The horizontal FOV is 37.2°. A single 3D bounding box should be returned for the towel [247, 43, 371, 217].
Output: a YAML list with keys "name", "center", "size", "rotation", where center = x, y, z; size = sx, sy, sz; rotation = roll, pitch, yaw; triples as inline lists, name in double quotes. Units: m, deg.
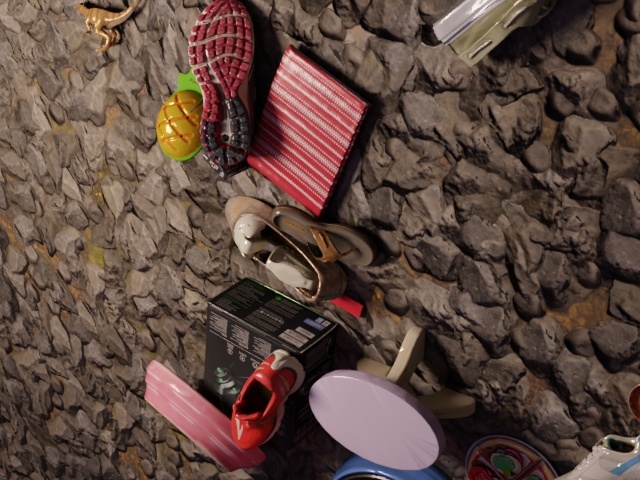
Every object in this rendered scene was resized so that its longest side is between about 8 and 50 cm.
- name: "towel"
  center: [-0.027, -0.194, 1.741]
  size: [0.199, 0.031, 0.275]
  rotation: [39, 131, 17]

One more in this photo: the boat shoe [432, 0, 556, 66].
- name: "boat shoe"
  center: [0.288, -0.354, 1.363]
  size: [0.094, 0.109, 0.302]
  rotation: [46, 144, -10]

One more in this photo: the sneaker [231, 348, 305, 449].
- name: "sneaker"
  center: [-0.131, 0.320, 1.850]
  size: [0.107, 0.118, 0.279]
  rotation: [39, 131, 17]

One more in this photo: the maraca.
- name: "maraca"
  center: [-0.259, -0.247, 1.865]
  size: [0.127, 0.099, 0.186]
  rotation: [25, 100, 26]

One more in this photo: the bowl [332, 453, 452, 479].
- name: "bowl"
  center: [0.170, 0.615, 1.966]
  size: [0.391, 0.077, 0.391]
  rotation: [19, 123, 32]

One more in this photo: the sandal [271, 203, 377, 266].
- name: "sandal"
  center: [0.000, 0.000, 1.774]
  size: [0.219, 0.060, 0.090]
  rotation: [25, 143, 9]

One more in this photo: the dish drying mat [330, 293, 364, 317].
- name: "dish drying mat"
  center: [0.048, 0.120, 1.858]
  size: [0.083, 0.008, 0.032]
  rotation: [29, 126, 27]

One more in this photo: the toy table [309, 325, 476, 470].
- name: "toy table"
  center: [0.137, 0.299, 1.771]
  size: [0.274, 0.161, 0.252]
  rotation: [28, 127, 25]

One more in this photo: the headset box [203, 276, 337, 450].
- name: "headset box"
  center: [-0.109, 0.262, 1.975]
  size: [0.246, 0.131, 0.283]
  rotation: [25, 126, 28]

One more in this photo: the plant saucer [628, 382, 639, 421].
- name: "plant saucer"
  center: [0.535, 0.263, 1.523]
  size: [0.083, 0.013, 0.083]
  rotation: [18, 122, 32]

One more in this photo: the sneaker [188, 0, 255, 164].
- name: "sneaker"
  center: [-0.178, -0.294, 1.766]
  size: [0.120, 0.112, 0.299]
  rotation: [4, 105, 5]

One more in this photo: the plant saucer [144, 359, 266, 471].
- name: "plant saucer"
  center: [-0.268, 0.399, 2.096]
  size: [0.332, 0.084, 0.332]
  rotation: [37, 165, 12]

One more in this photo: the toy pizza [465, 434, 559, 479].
- name: "toy pizza"
  center: [0.353, 0.452, 1.760]
  size: [0.201, 0.032, 0.201]
  rotation: [19, 123, 32]

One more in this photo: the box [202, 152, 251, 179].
- name: "box"
  center: [-0.179, -0.158, 1.848]
  size: [0.067, 0.083, 0.018]
  rotation: [45, 132, 11]

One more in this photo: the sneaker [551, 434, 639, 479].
- name: "sneaker"
  center: [0.476, 0.379, 1.591]
  size: [0.228, 0.087, 0.092]
  rotation: [-29, 85, 37]

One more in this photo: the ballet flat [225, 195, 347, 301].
- name: "ballet flat"
  center: [-0.089, 0.015, 1.847]
  size: [0.316, 0.106, 0.108]
  rotation: [33, 122, 23]

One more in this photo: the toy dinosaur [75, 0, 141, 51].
- name: "toy dinosaur"
  center: [-0.434, -0.444, 1.927]
  size: [0.211, 0.064, 0.112]
  rotation: [12, 118, 35]
